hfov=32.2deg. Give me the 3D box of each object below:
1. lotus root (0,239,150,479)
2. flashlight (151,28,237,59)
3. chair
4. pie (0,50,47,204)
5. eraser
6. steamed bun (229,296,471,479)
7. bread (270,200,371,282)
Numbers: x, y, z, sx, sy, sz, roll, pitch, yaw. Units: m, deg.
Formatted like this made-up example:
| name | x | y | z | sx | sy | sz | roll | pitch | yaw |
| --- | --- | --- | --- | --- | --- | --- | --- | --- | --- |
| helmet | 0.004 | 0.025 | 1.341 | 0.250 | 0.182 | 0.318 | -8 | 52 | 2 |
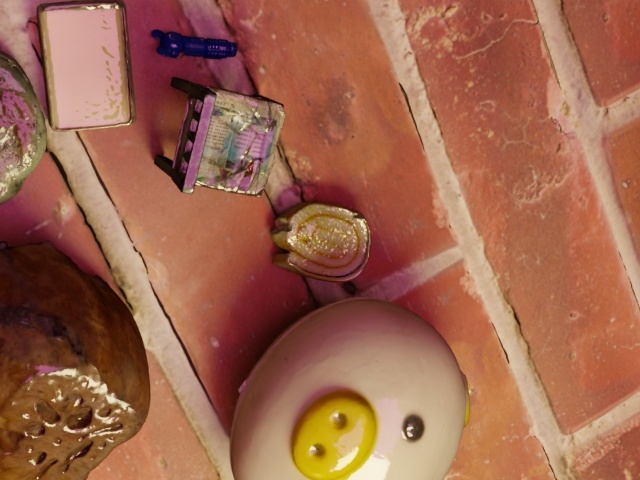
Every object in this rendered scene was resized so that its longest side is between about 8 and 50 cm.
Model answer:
| name | x | y | z | sx | sy | sz | roll | pitch | yaw |
| --- | --- | --- | --- | --- | --- | --- | --- | --- | --- |
| lotus root | -0.381 | 0.182 | 1.449 | 0.316 | 0.250 | 0.316 | -19 | 130 | -25 |
| flashlight | -0.177 | -0.271 | 1.562 | 0.121 | 0.057 | 0.035 | 1 | 138 | -26 |
| chair | -0.124 | -0.133 | 1.484 | 0.147 | 0.270 | 0.136 | 11 | 98 | -20 |
| pie | -0.483 | -0.150 | 1.477 | 0.240 | 0.054 | 0.240 | -4 | 102 | -20 |
| eraser | -0.318 | -0.239 | 1.508 | 0.117 | 0.058 | 0.172 | -8 | 105 | -17 |
| steamed bun | 0.042 | 0.267 | 1.614 | 0.334 | 0.334 | 0.374 | 34 | 95 | -22 |
| bread | 0.000 | 0.000 | 1.668 | 0.156 | 0.064 | 0.117 | 14 | 93 | -20 |
